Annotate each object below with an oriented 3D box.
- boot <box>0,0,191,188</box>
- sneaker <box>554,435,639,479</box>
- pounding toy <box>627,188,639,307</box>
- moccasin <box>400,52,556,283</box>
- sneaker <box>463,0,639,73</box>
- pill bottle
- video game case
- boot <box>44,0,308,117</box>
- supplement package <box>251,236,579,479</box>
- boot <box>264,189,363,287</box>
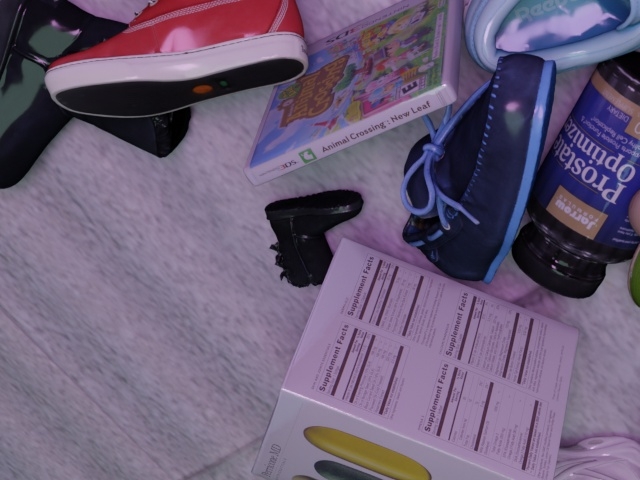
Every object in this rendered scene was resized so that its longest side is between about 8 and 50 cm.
[{"bbox_3d":[-0.251,-0.128,0.986,0.207,0.094,0.246,24,115,5],"label":"boot"},{"bbox_3d":[0.262,0.288,1.072,0.232,0.115,0.090,-12,114,20],"label":"sneaker"},{"bbox_3d":[0.381,0.017,0.837,0.183,0.110,0.237,-33,137,1],"label":"pounding toy"},{"bbox_3d":[0.126,-0.045,0.842,0.117,0.138,0.342,18,153,8],"label":"moccasin"},{"bbox_3d":[0.289,-0.224,0.767,0.366,0.150,0.135,-27,110,24],"label":"sneaker"},{"bbox_3d":[0.270,-0.057,0.879,0.123,0.123,0.219,24,120,1],"label":"pill bottle"},{"bbox_3d":[0.034,-0.147,0.835,0.193,0.212,0.023,-21,122,24],"label":"video game case"},{"bbox_3d":[-0.143,-0.219,0.878,0.244,0.088,0.176,-11,77,3],"label":"boot"},{"bbox_3d":[0.095,0.168,0.972,0.262,0.198,0.199,21,141,2],"label":"supplement package"},{"bbox_3d":[0.000,0.000,1.023,0.121,0.045,0.099,-7,116,22],"label":"boot"}]
